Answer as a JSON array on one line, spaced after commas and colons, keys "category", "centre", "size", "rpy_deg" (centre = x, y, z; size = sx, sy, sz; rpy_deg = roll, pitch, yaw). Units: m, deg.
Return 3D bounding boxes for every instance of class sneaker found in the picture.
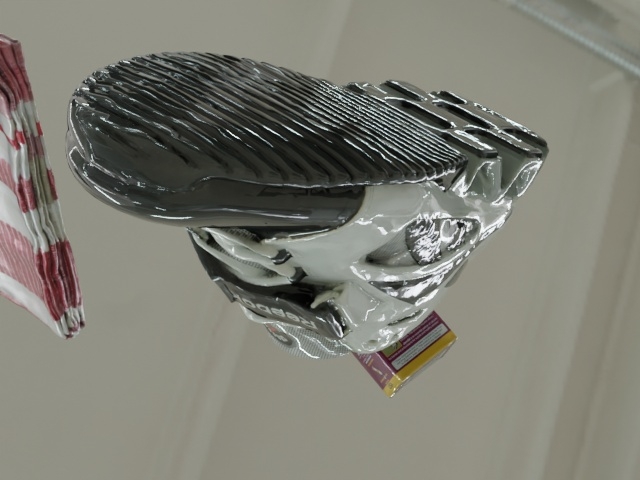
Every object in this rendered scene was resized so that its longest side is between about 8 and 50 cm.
[{"category": "sneaker", "centre": [0.000, 0.000, 0.573], "size": [0.330, 0.122, 0.146], "rpy_deg": [0, -60, -56]}]

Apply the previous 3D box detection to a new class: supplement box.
[{"category": "supplement box", "centre": [0.045, 0.058, 0.838], "size": [0.055, 0.043, 0.083], "rpy_deg": [-34, -103, -22]}]

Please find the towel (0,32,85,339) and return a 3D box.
[{"category": "towel", "centre": [-0.318, -0.071, 1.049], "size": [0.037, 0.237, 0.329], "rpy_deg": [-43, -33, -33]}]
